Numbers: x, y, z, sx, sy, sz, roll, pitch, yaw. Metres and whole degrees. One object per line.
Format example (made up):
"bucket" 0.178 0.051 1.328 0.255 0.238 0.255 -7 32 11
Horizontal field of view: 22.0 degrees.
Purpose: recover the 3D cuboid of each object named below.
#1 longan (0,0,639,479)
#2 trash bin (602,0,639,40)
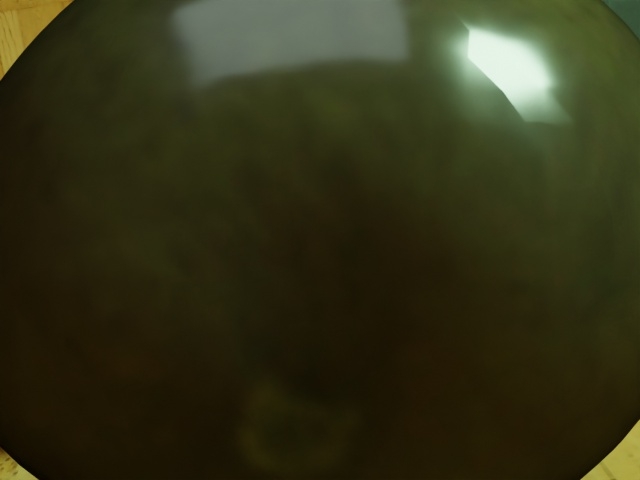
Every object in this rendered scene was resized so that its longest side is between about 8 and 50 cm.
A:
"longan" 0.000 0.000 0.530 0.248 0.248 0.248 -9 8 1
"trash bin" 0.223 -0.089 1.028 0.236 0.176 0.101 -8 6 -7
